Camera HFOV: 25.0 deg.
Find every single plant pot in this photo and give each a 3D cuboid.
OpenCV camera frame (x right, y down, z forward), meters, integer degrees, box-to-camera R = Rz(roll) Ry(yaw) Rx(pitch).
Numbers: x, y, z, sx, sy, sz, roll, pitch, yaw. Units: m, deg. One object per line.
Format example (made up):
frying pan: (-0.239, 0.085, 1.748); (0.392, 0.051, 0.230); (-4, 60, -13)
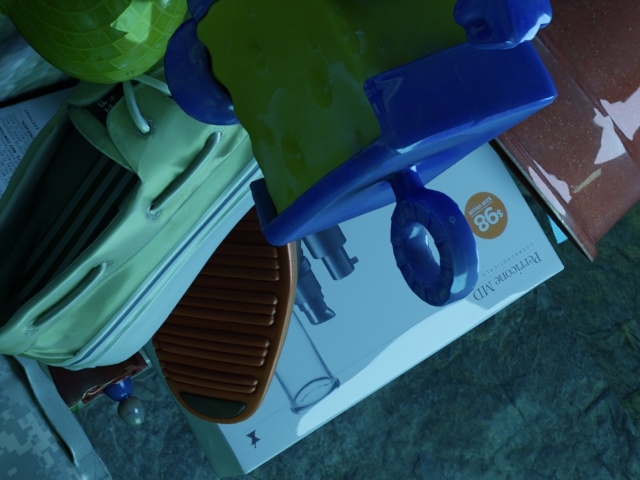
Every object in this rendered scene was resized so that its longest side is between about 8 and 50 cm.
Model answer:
plant pot: (0.212, -0.172, 1.045); (0.265, 0.272, 0.272); (-39, 177, 7)

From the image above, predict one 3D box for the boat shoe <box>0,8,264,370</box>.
boat shoe: (-0.075, -0.053, 0.701); (0.094, 0.109, 0.302); (0, 126, -58)

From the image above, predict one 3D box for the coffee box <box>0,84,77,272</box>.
coffee box: (-0.220, 0.001, 0.833); (0.141, 0.098, 0.246); (-33, 177, 38)

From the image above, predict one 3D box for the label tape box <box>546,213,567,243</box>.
label tape box: (0.295, -0.157, 1.342); (0.240, 0.334, 0.106); (-31, -146, -6)

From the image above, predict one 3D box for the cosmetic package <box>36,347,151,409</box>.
cosmetic package: (-0.264, 0.099, 1.781); (0.365, 0.155, 0.197); (-29, 176, -11)

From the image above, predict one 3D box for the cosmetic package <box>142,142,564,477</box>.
cosmetic package: (0.000, 0.000, 1.332); (0.377, 0.284, 0.097); (-31, -178, -22)

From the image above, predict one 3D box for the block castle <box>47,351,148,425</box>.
block castle: (-0.093, 0.021, 1.561); (0.453, 0.213, 0.303); (-31, 178, -8)

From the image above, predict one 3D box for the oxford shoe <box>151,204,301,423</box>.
oxford shoe: (-0.044, -0.024, 0.867); (0.096, 0.271, 0.098); (10, -164, 17)

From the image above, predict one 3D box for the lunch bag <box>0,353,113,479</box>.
lunch bag: (-0.311, 0.145, 1.038); (0.287, 0.235, 0.169); (-33, 179, 27)

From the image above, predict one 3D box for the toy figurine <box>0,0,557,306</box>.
toy figurine: (-0.036, -0.058, 0.485); (0.191, 0.217, 0.362); (-30, 177, -30)
